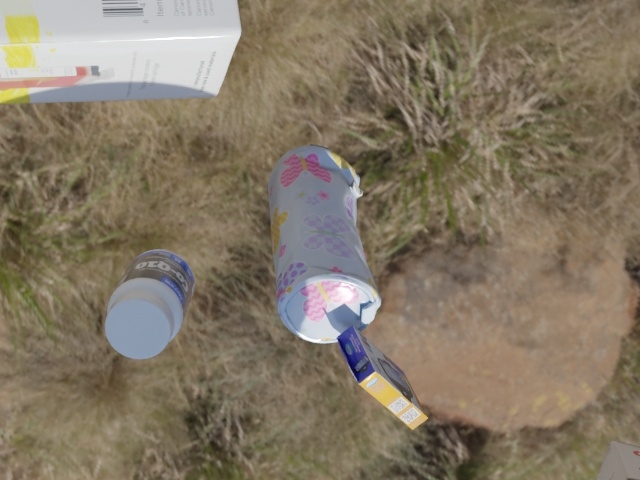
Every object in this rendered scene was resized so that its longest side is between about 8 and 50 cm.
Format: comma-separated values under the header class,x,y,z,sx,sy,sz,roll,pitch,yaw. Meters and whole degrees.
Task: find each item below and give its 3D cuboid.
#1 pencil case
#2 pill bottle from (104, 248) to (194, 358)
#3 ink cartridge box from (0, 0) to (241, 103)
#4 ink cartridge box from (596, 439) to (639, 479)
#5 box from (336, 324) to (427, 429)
class,x,y,z,sx,sy,sz,roll,pitch,yaw
pencil case,0.000,0.000,1.192,0.124,0.273,0.114,12,129,-15
pill bottle,-0.177,0.066,0.989,0.078,0.137,0.078,0,108,0
ink cartridge box,-0.299,-0.298,0.998,0.384,0.279,0.160,-4,166,-17
ink cartridge box,0.285,0.236,0.676,0.158,0.218,0.092,14,99,6
box,0.068,0.155,1.102,0.028,0.081,0.136,-36,130,8
